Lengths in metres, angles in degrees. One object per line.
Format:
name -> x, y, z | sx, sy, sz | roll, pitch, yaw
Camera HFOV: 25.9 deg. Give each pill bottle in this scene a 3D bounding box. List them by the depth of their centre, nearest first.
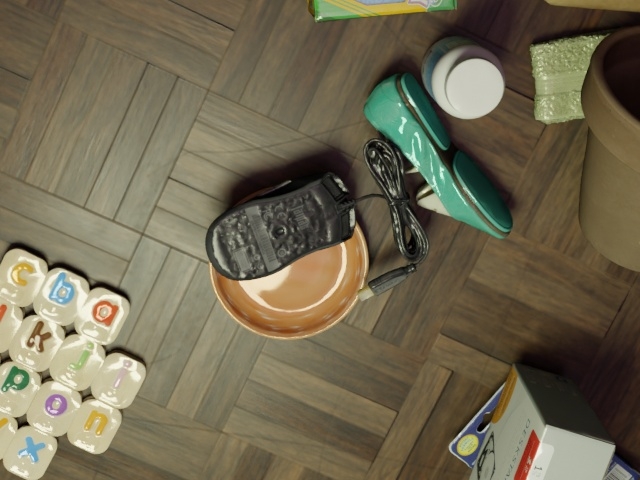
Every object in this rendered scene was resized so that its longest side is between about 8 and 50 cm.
pill bottle -> 0.170, -0.190, 1.639 | 0.087, 0.160, 0.087 | -1, 104, -2

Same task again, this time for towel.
towel -> 0.333, -0.203, 1.714 | 0.148, 0.027, 0.110 | -7, 104, -1

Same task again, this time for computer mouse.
computer mouse -> 0.000, 0.000, 1.698 | 0.262, 0.060, 0.184 | -27, 107, -3

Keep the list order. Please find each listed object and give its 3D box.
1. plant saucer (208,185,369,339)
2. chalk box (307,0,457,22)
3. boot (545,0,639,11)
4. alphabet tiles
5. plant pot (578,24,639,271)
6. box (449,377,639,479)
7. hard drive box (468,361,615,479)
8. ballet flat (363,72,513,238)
plant saucer -> -0.040, 0.025, 1.746 | 0.200, 0.037, 0.200 | -1, 104, -4
chalk box -> 0.089, -0.332, 1.615 | 0.213, 0.132, 0.132 | -6, 104, -3
boot -> 0.383, -0.274, 1.606 | 0.270, 0.236, 0.089 | 7, 138, -2
alphabet tiles -> -0.375, 0.158, 1.770 | 0.284, 0.021, 0.278 | 26, 102, -9
plant pot -> 0.408, -0.091, 1.642 | 0.263, 0.263, 0.229 | 10, 133, -6
box -> 0.291, 0.285, 1.829 | 0.225, 0.036, 0.136 | 39, 99, -11
hard drive box -> 0.263, 0.274, 1.689 | 0.089, 0.232, 0.181 | 18, 101, -6
ballet flat -> 0.138, -0.092, 1.714 | 0.087, 0.083, 0.247 | -30, 105, 30
